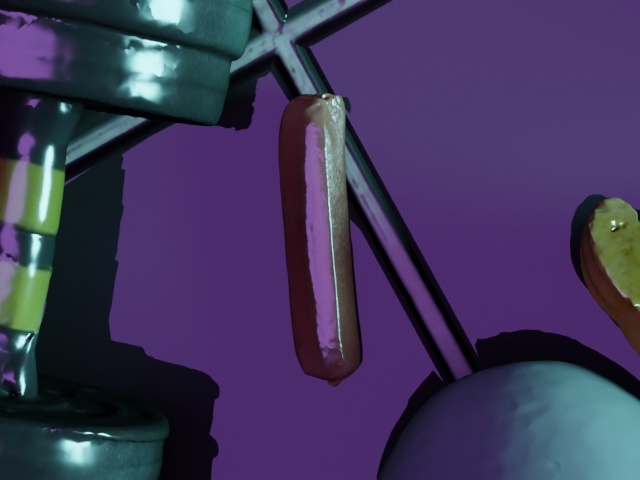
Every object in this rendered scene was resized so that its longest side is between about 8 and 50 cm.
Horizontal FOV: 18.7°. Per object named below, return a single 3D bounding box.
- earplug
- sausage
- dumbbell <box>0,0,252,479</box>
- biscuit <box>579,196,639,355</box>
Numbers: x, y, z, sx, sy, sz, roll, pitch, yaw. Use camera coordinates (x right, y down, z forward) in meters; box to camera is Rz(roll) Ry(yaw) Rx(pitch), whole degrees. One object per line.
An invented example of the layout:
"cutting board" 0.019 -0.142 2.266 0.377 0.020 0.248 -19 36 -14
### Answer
"earplug" 0.150 0.204 0.898 0.214 0.175 0.325 -35 96 34
"sausage" 0.000 0.000 0.966 0.030 0.035 0.147 -3 90 37
"dumbbell" -0.142 0.001 0.900 0.185 0.185 0.388 10 91 4
"biscuit" 0.227 0.059 0.913 0.250 0.035 0.162 32 55 -2
